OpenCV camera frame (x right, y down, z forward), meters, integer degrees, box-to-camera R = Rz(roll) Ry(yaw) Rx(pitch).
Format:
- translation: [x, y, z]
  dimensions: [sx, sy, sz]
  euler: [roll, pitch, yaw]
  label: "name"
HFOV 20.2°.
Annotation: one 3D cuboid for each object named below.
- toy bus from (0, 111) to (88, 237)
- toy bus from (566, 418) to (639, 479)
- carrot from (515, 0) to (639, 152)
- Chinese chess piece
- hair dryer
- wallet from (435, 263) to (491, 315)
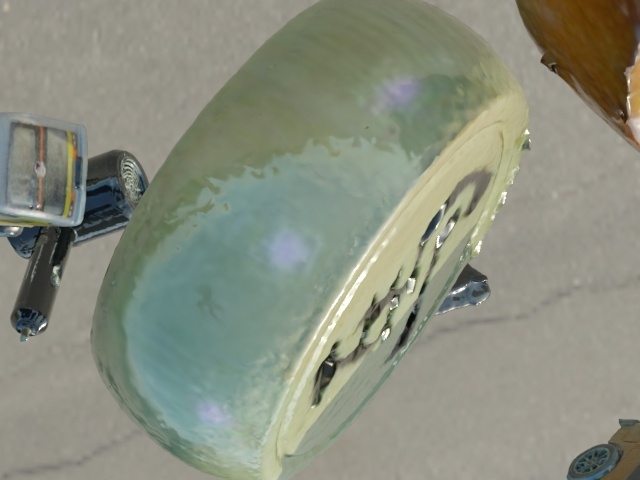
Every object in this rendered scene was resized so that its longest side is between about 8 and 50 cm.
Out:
- translation: [-0.303, -0.050, 1.303]
  dimensions: [0.268, 0.092, 0.106]
  euler: [0, 174, 25]
  label: "toy bus"
- translation: [0.157, 0.187, 0.966]
  dimensions: [0.103, 0.182, 0.091]
  euler: [-3, 124, 58]
  label: "toy bus"
- translation: [0.235, -0.122, 0.785]
  dimensions: [0.307, 0.100, 0.258]
  euler: [10, 135, -38]
  label: "carrot"
- translation: [0.000, 0.000, 0.865]
  dimensions: [0.101, 0.250, 0.250]
  euler: [34, 142, 15]
  label: "Chinese chess piece"
- translation: [-0.223, 0.012, 1.530]
  dimensions: [0.124, 0.219, 0.071]
  euler: [-17, 123, 21]
  label: "hair dryer"
- translation: [-0.006, -0.003, 1.381]
  dimensions: [0.146, 0.285, 0.030]
  euler: [-22, 125, -20]
  label: "wallet"
